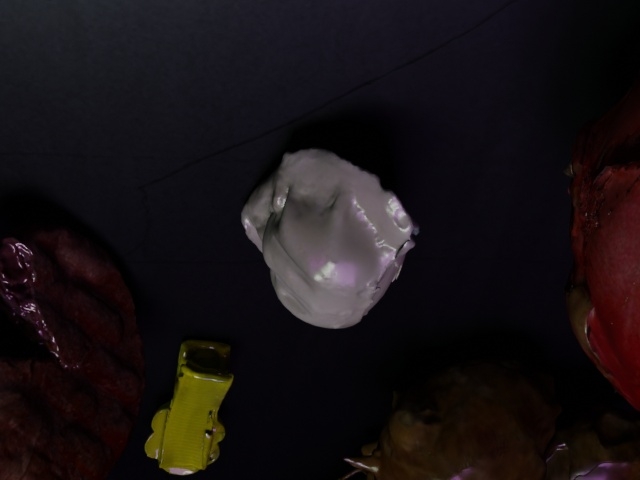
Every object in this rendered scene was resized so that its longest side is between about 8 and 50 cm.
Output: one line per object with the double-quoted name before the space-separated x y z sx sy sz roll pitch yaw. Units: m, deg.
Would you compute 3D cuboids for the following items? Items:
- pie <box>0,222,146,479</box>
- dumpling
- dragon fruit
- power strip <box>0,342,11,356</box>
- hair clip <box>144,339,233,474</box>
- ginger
"pie" -0.215 0.102 0.937 0.054 0.219 0.204 -4 131 34
"dumpling" 0.000 0.000 0.918 0.127 0.108 0.188 30 150 -1
"dragon fruit" 0.305 -0.009 0.785 0.295 0.295 0.302 5 118 -8
"power strip" -0.269 0.236 1.039 0.092 0.257 0.251 -9 136 0
"hair clip" -0.119 0.158 1.117 0.072 0.046 0.173 8 135 -7
"ginger" 0.094 0.261 1.146 0.254 0.176 0.418 27 124 -27
